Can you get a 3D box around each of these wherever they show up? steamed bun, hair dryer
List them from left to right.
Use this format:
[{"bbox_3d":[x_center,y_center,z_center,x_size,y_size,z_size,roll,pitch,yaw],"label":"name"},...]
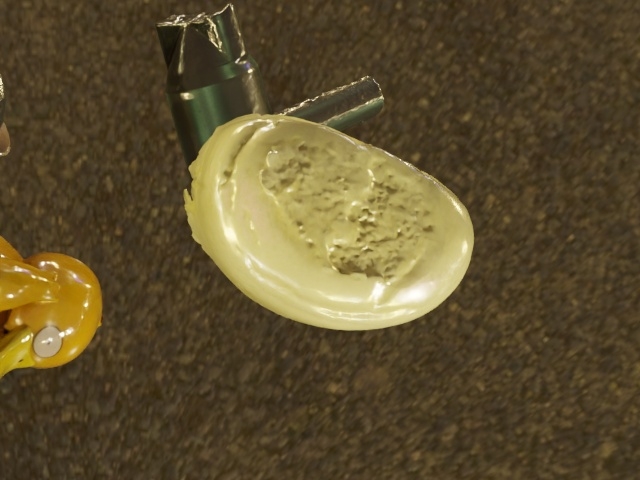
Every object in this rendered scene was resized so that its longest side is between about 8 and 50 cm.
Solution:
[{"bbox_3d":[-0.046,-0.179,1.456,0.302,0.116,0.244,-27,112,-39],"label":"hair dryer"},{"bbox_3d":[0.000,0.000,1.142,0.272,0.232,0.166,24,79,-16],"label":"steamed bun"}]

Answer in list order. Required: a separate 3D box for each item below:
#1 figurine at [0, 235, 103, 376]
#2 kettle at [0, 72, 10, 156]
[{"bbox_3d":[-0.348,0.058,1.233,0.228,0.215,0.215,41,66,0],"label":"figurine"},{"bbox_3d":[-0.476,-0.155,1.307,0.240,0.255,0.165,49,54,-25],"label":"kettle"}]
